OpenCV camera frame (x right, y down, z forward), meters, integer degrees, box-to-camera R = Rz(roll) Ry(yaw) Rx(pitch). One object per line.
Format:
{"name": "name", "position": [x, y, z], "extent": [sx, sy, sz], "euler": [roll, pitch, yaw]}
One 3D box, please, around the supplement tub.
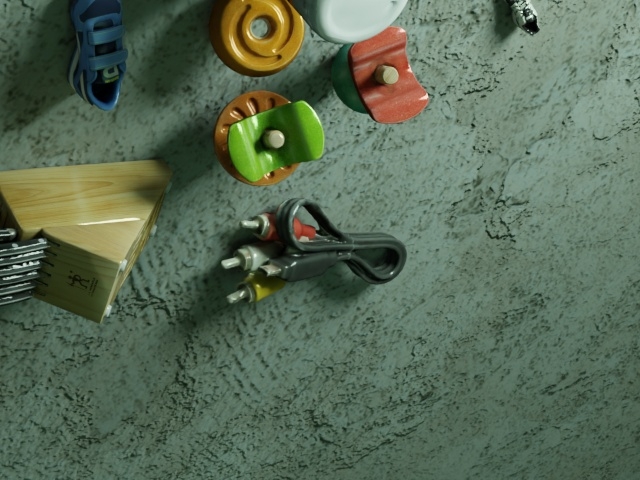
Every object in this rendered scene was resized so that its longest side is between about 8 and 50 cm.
{"name": "supplement tub", "position": [-0.003, -0.286, 1.848], "extent": [0.117, 0.190, 0.117], "euler": [-22, 140, -20]}

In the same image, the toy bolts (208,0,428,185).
{"name": "toy bolts", "position": [-0.019, -0.182, 2.042], "extent": [0.229, 0.158, 0.218], "euler": [-17, 100, -12]}

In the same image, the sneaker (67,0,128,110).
{"name": "sneaker", "position": [-0.215, -0.191, 1.886], "extent": [0.053, 0.059, 0.144], "euler": [-16, 138, -23]}

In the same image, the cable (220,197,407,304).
{"name": "cable", "position": [0.000, 0.000, 2.304], "extent": [0.287, 0.072, 0.139], "euler": [-10, 120, -50]}

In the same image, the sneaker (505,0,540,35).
{"name": "sneaker", "position": [0.234, -0.268, 2.197], "extent": [0.032, 0.037, 0.083], "euler": [-36, 143, 1]}

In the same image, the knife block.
{"name": "knife block", "position": [-0.306, -0.024, 1.990], "extent": [0.275, 0.242, 0.088], "euler": [-66, 180, -55]}
